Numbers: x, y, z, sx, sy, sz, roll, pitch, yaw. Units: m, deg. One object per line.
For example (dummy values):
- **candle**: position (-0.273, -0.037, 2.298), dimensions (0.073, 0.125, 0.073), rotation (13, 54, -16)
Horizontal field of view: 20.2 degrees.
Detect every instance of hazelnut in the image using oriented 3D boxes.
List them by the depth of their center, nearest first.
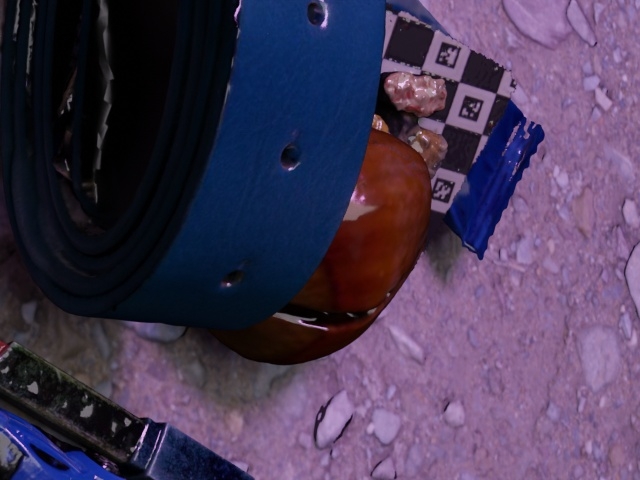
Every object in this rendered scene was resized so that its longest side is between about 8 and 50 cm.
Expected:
- **hazelnut**: position (0.002, 0.002, 1.495), dimensions (0.181, 0.212, 0.181), rotation (17, 38, -12)

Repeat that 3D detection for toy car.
- **toy car**: position (-0.228, 0.179, 1.326), dimensions (0.216, 0.063, 0.103), rotation (37, 86, -34)

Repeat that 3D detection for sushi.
- **sushi**: position (0.067, -0.089, 1.589), dimensions (0.192, 0.040, 0.210), rotation (25, 96, -26)

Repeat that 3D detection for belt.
- **belt**: position (-0.099, -0.152, 1.349), dimensions (0.173, 0.300, 0.436), rotation (5, 84, -43)

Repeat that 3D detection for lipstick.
- **lipstick**: position (-0.182, 0.138, 1.406), dimensions (0.312, 0.051, 0.051), rotation (37, 62, -31)

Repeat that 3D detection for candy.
- **candy**: position (0.077, -0.141, 1.667), dimensions (0.331, 0.077, 0.187), rotation (45, 54, -26)
